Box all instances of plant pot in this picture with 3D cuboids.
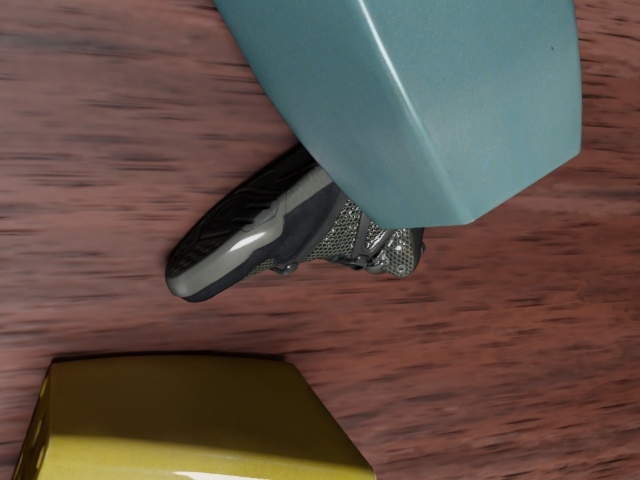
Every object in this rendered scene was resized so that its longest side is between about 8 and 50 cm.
[{"bbox_3d":[0.056,-0.134,0.542,0.165,0.165,0.234,-31,102,-24],"label":"plant pot"},{"bbox_3d":[-0.112,0.191,0.579,0.187,0.212,0.212,18,96,-20],"label":"plant pot"}]

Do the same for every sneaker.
[{"bbox_3d":[0.000,0.000,0.642,0.227,0.087,0.130,-36,113,-21],"label":"sneaker"}]
